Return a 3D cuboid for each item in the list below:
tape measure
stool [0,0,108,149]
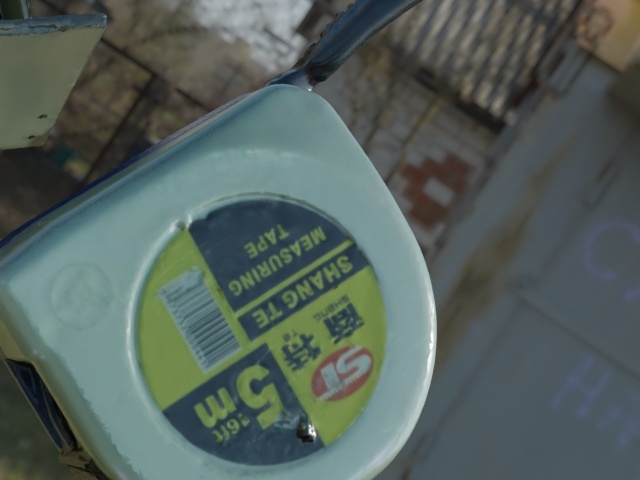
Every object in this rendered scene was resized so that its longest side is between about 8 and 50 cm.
[{"bbox_3d":[0.000,0.000,0.901,0.215,0.351,0.098,60,-20,-11],"label":"tape measure"},{"bbox_3d":[-0.298,-0.224,1.417,0.170,0.243,0.270,-7,-15,-23],"label":"stool"}]
